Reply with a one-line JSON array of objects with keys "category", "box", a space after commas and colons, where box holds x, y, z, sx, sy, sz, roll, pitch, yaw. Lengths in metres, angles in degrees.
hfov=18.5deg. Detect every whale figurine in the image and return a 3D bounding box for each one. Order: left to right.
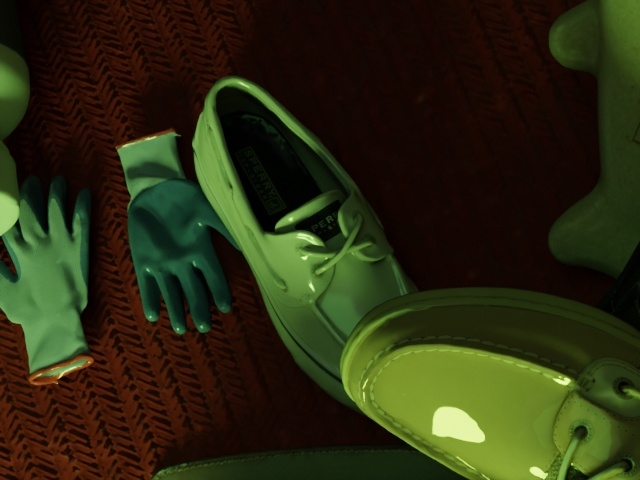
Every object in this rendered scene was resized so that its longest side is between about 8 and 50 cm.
[{"category": "whale figurine", "box": [0.251, -0.092, 1.280, 0.216, 0.141, 0.272, 26, 107, 18]}]

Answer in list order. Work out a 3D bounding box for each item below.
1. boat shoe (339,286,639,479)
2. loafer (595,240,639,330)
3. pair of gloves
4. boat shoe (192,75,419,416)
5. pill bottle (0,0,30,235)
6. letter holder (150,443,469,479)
[{"category": "boat shoe", "box": [0.175, 0.126, 1.153, 0.341, 0.110, 0.122, 17, 123, -6]}, {"category": "loafer", "box": [0.206, 0.057, 1.218, 0.080, 0.078, 0.220, 20, 110, 4]}, {"category": "pair of gloves", "box": [-0.147, 0.009, 1.399, 0.198, 0.023, 0.159, -19, 70, 8]}, {"category": "boat shoe", "box": [0.000, 0.000, 1.317, 0.096, 0.088, 0.267, -24, 65, -14]}, {"category": "pill bottle", "box": [-0.304, -0.156, 1.406, 0.176, 0.176, 0.319, -16, 71, 10]}, {"category": "letter holder", "box": [0.007, 0.220, 1.229, 0.301, 0.152, 0.214, -3, 72, 15]}]
